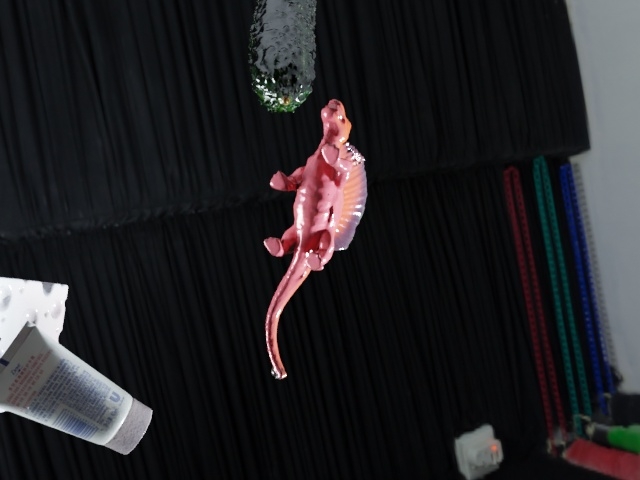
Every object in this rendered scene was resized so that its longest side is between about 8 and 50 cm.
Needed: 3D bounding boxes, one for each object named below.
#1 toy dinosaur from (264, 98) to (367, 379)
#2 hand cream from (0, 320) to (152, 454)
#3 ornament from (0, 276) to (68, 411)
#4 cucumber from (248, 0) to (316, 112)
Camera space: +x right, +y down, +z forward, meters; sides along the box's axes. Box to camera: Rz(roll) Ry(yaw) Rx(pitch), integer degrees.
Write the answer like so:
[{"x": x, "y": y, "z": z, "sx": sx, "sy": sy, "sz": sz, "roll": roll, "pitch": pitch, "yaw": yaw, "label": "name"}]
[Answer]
[{"x": 0.004, "y": -0.004, "z": 0.647, "sx": 0.070, "sy": 0.286, "sz": 0.139, "roll": 15, "pitch": -166, "yaw": 25, "label": "toy dinosaur"}, {"x": -0.393, "y": 0.248, "z": 0.951, "sx": 0.133, "sy": 0.248, "sz": 0.083, "roll": -58, "pitch": -159, "yaw": -18, "label": "hand cream"}, {"x": -0.657, "y": 0.181, "z": 1.127, "sx": 0.239, "sy": 0.239, "sz": 0.240, "roll": 5, "pitch": 173, "yaw": 9, "label": "ornament"}, {"x": -0.040, "y": -0.211, "z": 0.625, "sx": 0.072, "sy": 0.072, "sz": 0.300, "roll": -10, "pitch": -138, "yaw": 10, "label": "cucumber"}]
